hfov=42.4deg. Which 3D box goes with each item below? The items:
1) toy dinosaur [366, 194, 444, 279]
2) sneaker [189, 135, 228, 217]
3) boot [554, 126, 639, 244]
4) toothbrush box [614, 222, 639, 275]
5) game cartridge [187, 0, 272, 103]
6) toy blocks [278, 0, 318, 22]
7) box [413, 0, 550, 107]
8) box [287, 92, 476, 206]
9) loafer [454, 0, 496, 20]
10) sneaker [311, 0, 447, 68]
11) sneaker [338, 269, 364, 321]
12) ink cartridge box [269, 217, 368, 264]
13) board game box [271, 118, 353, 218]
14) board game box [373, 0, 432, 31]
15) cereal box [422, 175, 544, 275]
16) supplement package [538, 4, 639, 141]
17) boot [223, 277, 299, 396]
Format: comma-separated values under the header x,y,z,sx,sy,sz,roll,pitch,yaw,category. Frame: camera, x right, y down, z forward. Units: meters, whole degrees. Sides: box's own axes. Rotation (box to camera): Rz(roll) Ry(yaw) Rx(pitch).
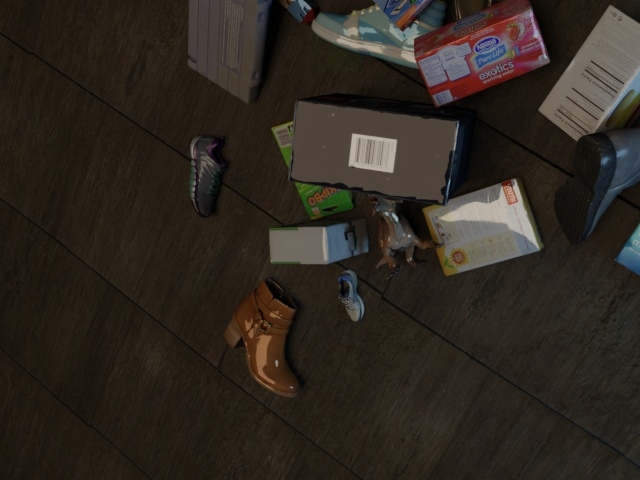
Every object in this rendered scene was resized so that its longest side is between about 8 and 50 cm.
x,y,z,sx,sy,sz,roll,pitch,yaw,category
0.173,-0.030,1.943,0.127,0.296,0.200,-24,78,-11,toy dinosaur
-0.297,-0.172,2.230,0.098,0.083,0.224,1,100,25,sneaker
0.616,-0.122,1.675,0.222,0.338,0.118,-18,63,-10,boot
0.763,-0.032,1.624,0.216,0.126,0.296,36,115,19,toothbrush box
-0.229,-0.534,2.049,0.230,0.068,0.355,31,141,16,game cartridge
-0.042,-0.695,1.935,0.261,0.191,0.381,43,119,2,toy blocks
0.336,-0.401,1.737,0.256,0.123,0.128,-20,120,18,box
0.143,-0.211,1.797,0.343,0.312,0.179,10,104,14,box
0.324,-0.546,1.787,0.094,0.087,0.251,-3,99,30,loafer
0.143,-0.525,1.878,0.318,0.127,0.208,20,112,15,sneaker
0.070,0.145,2.099,0.052,0.058,0.135,-13,95,31,sneaker
0.000,0.000,2.015,0.160,0.219,0.093,-1,97,29,ink cartridge box
-0.015,-0.181,2.043,0.124,0.039,0.260,-14,111,22,board game box
0.229,-0.596,1.755,0.281,0.027,0.145,-44,64,17,board game box
0.372,-0.030,1.894,0.240,0.047,0.173,-17,92,31,cereal box
0.580,-0.318,1.646,0.134,0.139,0.244,48,121,32,supplement package
-0.115,0.260,2.216,0.283,0.109,0.220,47,115,21,boot
